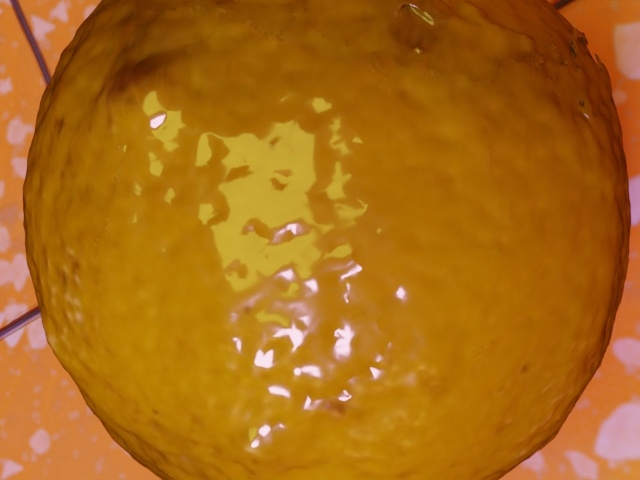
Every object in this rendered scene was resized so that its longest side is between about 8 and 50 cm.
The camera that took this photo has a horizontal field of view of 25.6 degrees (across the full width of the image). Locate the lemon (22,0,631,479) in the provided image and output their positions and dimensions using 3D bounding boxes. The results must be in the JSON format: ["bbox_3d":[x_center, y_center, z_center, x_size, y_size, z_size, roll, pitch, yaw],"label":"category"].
[{"bbox_3d":[0.000,0.000,0.811,0.349,0.350,0.387,18,109,23],"label":"lemon"}]
